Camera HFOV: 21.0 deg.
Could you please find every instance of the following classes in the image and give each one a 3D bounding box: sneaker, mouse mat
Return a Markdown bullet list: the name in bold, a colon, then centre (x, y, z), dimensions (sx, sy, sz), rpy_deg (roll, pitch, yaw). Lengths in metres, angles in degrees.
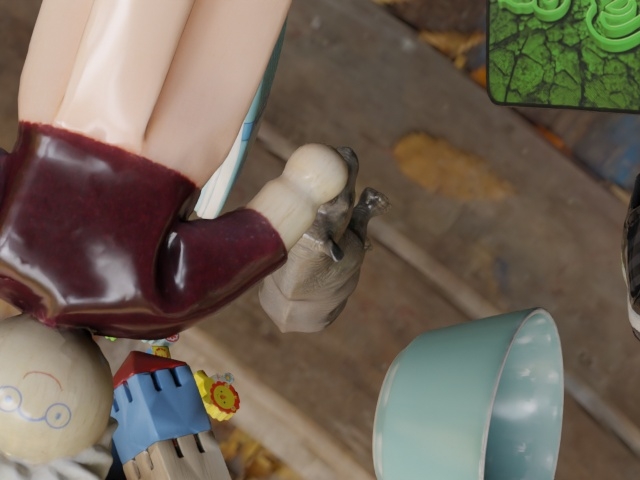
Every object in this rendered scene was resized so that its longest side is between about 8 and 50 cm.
- **sneaker**: centre (-0.170, -0.187, 2.099), dimensions (0.208, 0.319, 0.127), rpy_deg (18, 30, 2)
- **mouse mat**: centre (0.172, -0.160, 1.139), dimensions (0.007, 0.189, 0.153), rpy_deg (-6, 99, -37)
- **sneaker**: centre (0.248, 0.006, 1.212), dimensions (0.084, 0.097, 0.235), rpy_deg (-6, 16, -1)

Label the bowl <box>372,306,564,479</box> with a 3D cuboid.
- **bowl**: centre (0.168, 0.224, 2.043), dimensions (0.163, 0.312, 0.311), rpy_deg (6, 44, 24)

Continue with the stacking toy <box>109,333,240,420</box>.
- **stacking toy**: centre (-0.168, 0.125, 1.894), dimensions (0.052, 0.167, 0.221), rpy_deg (5, 58, -36)

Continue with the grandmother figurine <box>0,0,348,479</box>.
- **grandmother figurine**: centre (-0.095, -0.038, 0.750), dimensions (0.207, 0.104, 0.342), rpy_deg (17, 88, 4)

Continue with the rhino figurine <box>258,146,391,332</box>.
- **rhino figurine**: centre (0.000, 0.000, 1.247), dimensions (0.073, 0.243, 0.106), rpy_deg (29, 72, 6)

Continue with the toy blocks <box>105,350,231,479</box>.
- **toy blocks**: centre (-0.166, 0.247, 1.209), dimensions (0.190, 0.381, 0.261), rpy_deg (-8, 69, -43)
